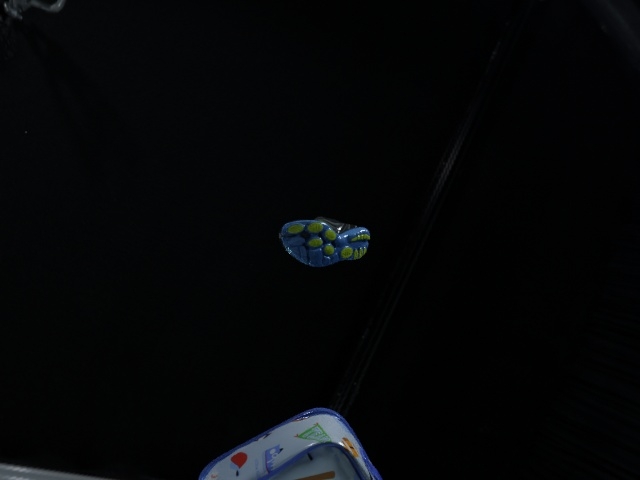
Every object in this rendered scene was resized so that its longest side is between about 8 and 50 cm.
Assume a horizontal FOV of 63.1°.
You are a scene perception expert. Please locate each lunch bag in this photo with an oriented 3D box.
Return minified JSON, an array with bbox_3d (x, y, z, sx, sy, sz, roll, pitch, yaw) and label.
[{"bbox_3d":[-0.003,0.385,0.673,0.243,0.115,0.303,-29,-78,-3],"label":"lunch bag"}]

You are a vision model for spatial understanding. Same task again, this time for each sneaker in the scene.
[{"bbox_3d":[0.000,0.000,0.793,0.188,0.078,0.067,0,-78,-53],"label":"sneaker"}]
